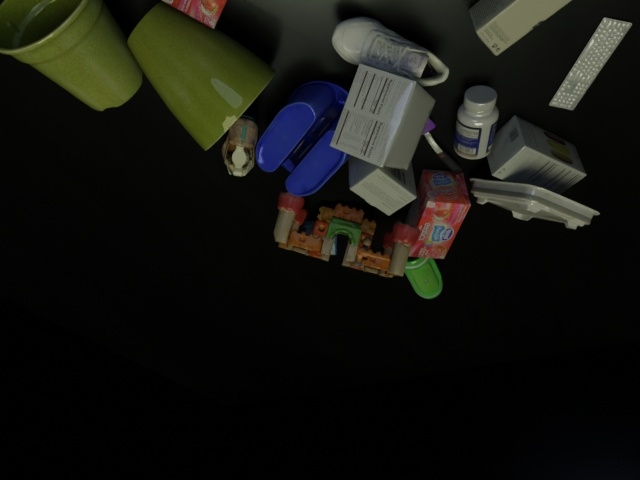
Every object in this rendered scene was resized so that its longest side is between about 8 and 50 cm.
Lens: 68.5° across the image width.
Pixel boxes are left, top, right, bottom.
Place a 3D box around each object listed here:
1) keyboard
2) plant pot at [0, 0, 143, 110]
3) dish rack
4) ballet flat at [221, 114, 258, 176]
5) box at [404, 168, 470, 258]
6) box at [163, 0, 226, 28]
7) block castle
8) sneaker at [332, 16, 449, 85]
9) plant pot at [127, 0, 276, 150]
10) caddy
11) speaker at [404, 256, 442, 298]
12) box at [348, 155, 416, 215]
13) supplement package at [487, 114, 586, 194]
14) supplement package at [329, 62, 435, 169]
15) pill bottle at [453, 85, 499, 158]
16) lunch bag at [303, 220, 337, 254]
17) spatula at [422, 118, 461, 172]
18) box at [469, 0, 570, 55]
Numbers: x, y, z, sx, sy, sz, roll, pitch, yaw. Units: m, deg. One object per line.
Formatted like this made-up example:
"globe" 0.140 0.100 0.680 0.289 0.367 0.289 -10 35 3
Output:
"keyboard" 0.697 -0.453 1.229 0.072 0.014 0.256 6 142 -5
"plant pot" -0.572 -0.459 1.123 0.276 0.276 0.254 -9 152 15
"dish rack" 0.642 -0.112 1.460 0.285 0.072 0.333 18 -176 -19
"ballet flat" -0.242 -0.252 1.386 0.107 0.106 0.316 3 166 -8
"box" 0.390 -0.084 1.619 0.142 0.154 0.300 4 141 -3
"box" -0.227 -0.607 0.991 0.128 0.123 0.257 22 139 -23
"block castle" 0.080 -0.033 1.566 0.453 0.213 0.303 15 174 2
"sneaker" 0.178 -0.456 1.134 0.305 0.152 0.114 13 108 -21
"plant pot" -0.310 -0.423 1.160 0.293 0.275 0.274 41 130 -20
"caddy" -0.027 -0.292 1.356 0.241 0.179 0.341 40 134 -9
"speaker" 0.409 0.121 1.909 0.131 0.131 0.296 -14 140 21
"box" 0.188 -0.206 1.445 0.181 0.182 0.119 30 133 -32
"supplement package" 0.639 -0.243 1.406 0.244 0.139 0.134 17 141 -20
"supplement package" 0.165 -0.299 1.185 0.145 0.262 0.204 26 105 18
"pill bottle" 0.439 -0.332 1.322 0.112 0.112 0.187 -3 142 7
"lunch bag" 0.000 0.000 1.798 0.128 0.096 0.151 0 133 3
"spatula" 0.356 -0.290 1.449 0.084 0.030 0.296 -26 135 33
"box" 0.475 -0.551 1.035 0.094 0.113 0.275 30 136 -32
